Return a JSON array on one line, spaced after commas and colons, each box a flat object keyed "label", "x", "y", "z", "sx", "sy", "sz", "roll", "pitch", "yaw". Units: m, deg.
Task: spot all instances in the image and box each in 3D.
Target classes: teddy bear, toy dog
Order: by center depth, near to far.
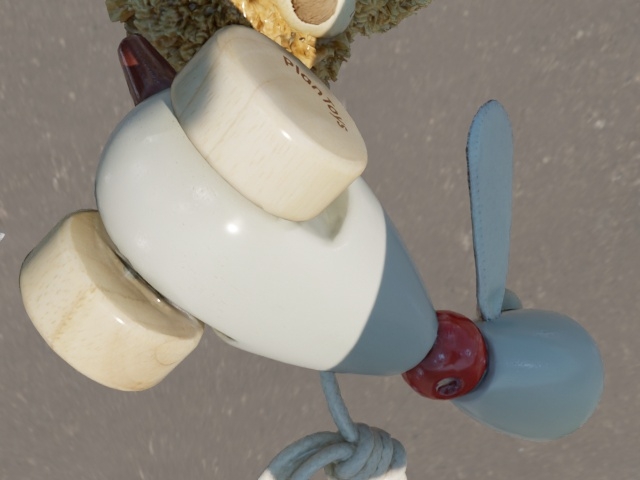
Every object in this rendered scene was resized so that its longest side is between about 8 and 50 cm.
[{"label": "toy dog", "x": 0.000, "y": 0.000, "z": 0.647, "sx": 0.220, "sy": 0.334, "sz": 0.161, "roll": -27, "pitch": 50, "yaw": 9}, {"label": "teddy bear", "x": 0.004, "y": -0.213, "z": 0.782, "sx": 0.113, "sy": 0.245, "sz": 0.338, "roll": 9, "pitch": 38, "yaw": 25}]

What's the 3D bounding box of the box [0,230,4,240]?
[{"label": "box", "x": -0.366, "y": 0.000, "z": 1.061, "sx": 0.103, "sy": 0.203, "sz": 0.114, "roll": 39, "pitch": 96, "yaw": 11}]
